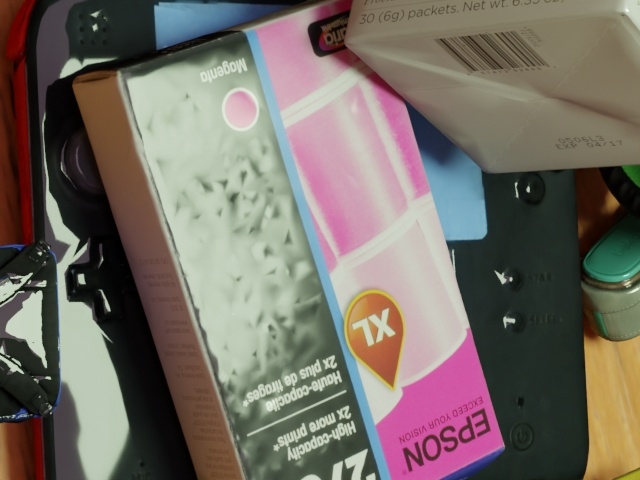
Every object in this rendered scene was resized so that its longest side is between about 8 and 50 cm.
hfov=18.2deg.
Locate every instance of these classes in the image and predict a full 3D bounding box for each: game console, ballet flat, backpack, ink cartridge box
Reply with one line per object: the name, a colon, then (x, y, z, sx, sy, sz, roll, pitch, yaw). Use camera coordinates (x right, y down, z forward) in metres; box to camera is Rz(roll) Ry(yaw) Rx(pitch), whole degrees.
game console: (0.000, 0.000, 1.204, 0.386, 0.060, 0.342, -2, 84, -32)
ballet flat: (0.245, -0.011, 1.367, 0.213, 0.072, 0.068, -44, 133, -29)
backpack: (-0.206, 0.053, 1.040, 0.120, 0.101, 0.098, -1, 82, -29)
ink cartridge box: (-0.003, 0.057, 1.141, 0.175, 0.069, 0.371, -23, 103, -32)

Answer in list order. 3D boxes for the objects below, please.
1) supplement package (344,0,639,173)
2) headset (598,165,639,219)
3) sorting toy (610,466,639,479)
supplement package: (0.153, -0.209, 1.150, 0.175, 0.177, 0.293, 37, 58, -48)
headset: (0.287, -0.178, 1.316, 0.185, 0.243, 0.394, 16, 58, -32)
sorting toy: (0.149, 0.256, 1.267, 0.274, 0.046, 0.132, -45, 106, -29)
